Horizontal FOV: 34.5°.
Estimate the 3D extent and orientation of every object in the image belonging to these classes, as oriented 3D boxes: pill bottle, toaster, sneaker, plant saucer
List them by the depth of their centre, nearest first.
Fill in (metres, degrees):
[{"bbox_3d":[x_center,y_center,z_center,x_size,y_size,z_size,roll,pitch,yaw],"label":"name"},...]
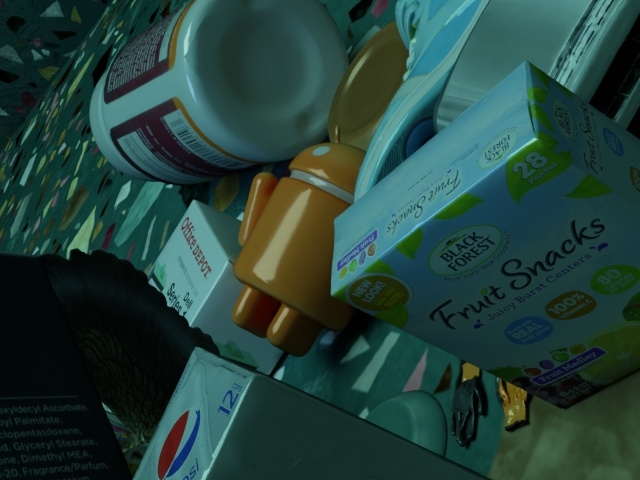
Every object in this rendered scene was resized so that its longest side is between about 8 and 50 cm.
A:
[{"bbox_3d":[0.185,-0.115,0.763,0.227,0.129,0.146,-59,28,2],"label":"toaster"},{"bbox_3d":[0.055,0.174,0.839,0.119,0.021,0.119,-43,31,34],"label":"plant saucer"},{"bbox_3d":[0.111,-0.144,0.936,0.319,0.127,0.208,-53,27,-3],"label":"sneaker"},{"bbox_3d":[0.069,-0.167,1.132,0.200,0.037,0.200,-42,33,35],"label":"plant saucer"},{"bbox_3d":[-0.152,-0.190,1.349,0.392,0.224,0.224,-6,59,59],"label":"pill bottle"}]

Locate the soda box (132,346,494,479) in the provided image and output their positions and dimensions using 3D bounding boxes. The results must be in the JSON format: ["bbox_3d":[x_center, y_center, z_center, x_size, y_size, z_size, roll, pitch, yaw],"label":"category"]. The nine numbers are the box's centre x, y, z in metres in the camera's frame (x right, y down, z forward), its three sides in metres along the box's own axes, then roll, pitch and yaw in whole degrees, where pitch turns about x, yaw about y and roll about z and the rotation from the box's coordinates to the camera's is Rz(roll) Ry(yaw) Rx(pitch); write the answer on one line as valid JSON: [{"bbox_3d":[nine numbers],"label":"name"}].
[{"bbox_3d":[0.044,0.161,0.565,0.091,0.286,0.098,7,70,64],"label":"soda box"}]

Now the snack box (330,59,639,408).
[{"bbox_3d":[0.138,0.010,0.632,0.174,0.207,0.070,-40,33,39],"label":"snack box"}]

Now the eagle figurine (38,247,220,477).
[{"bbox_3d":[-0.165,0.169,0.889,0.226,0.298,0.225,-54,-6,-33],"label":"eagle figurine"}]

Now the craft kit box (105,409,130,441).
[{"bbox_3d":[-0.303,0.297,1.083,0.246,0.061,0.250,-15,54,60],"label":"craft kit box"}]

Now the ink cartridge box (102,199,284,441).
[{"bbox_3d":[-0.147,0.119,1.155,0.278,0.117,0.201,-57,26,9],"label":"ink cartridge box"}]

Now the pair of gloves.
[{"bbox_3d":[0.127,0.115,0.777,0.083,0.010,0.074,-34,38,46],"label":"pair of gloves"}]

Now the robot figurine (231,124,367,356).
[{"bbox_3d":[-0.002,-0.001,0.988,0.219,0.128,0.158,-61,26,-6],"label":"robot figurine"}]

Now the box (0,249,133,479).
[{"bbox_3d":[-0.267,0.240,0.635,0.293,0.212,0.396,-47,58,28],"label":"box"}]
